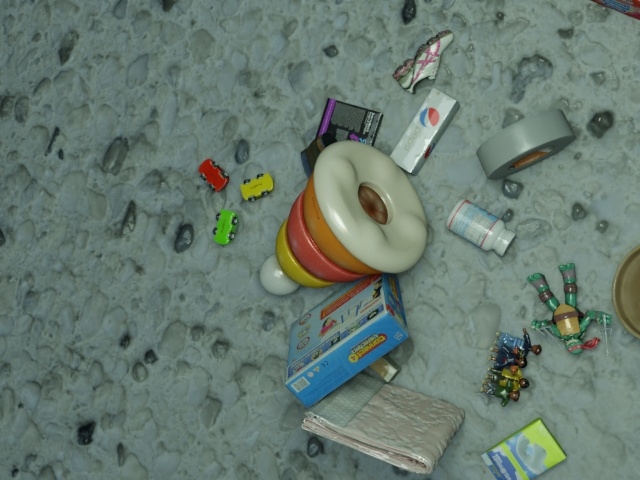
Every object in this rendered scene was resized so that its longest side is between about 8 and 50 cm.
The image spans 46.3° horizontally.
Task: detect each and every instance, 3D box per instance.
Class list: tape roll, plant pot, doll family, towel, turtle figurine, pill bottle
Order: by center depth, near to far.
[{"bbox_3d":[0.784,0.116,1.665,0.237,0.109,0.238,-17,68,48],"label":"plant pot"},{"bbox_3d":[0.480,-0.224,1.756,0.219,0.219,0.072,-25,79,17],"label":"tape roll"},{"bbox_3d":[0.577,0.180,1.756,0.175,0.118,0.234,-14,67,4],"label":"turtle figurine"},{"bbox_3d":[0.160,0.420,1.779,0.316,0.332,0.054,17,106,21],"label":"towel"},{"bbox_3d":[0.465,0.305,1.812,0.111,0.076,0.193,13,89,25],"label":"doll family"},{"bbox_3d":[0.397,-0.030,1.846,0.160,0.087,0.087,33,98,18],"label":"pill bottle"}]

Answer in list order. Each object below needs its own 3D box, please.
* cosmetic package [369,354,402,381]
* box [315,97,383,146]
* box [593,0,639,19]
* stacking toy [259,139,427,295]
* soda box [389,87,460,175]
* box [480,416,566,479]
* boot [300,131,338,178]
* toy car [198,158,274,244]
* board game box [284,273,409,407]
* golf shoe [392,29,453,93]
[{"bbox_3d":[0.150,0.311,1.931,0.115,0.060,0.041,40,100,19],"label":"cosmetic package"},{"bbox_3d":[0.077,-0.306,2.007,0.162,0.029,0.116,20,95,21],"label":"box"},{"bbox_3d":[0.718,-0.608,1.739,0.256,0.128,0.123,30,97,18],"label":"box"},{"bbox_3d":[0.000,0.000,1.897,0.479,0.350,0.351,-34,75,40],"label":"stacking toy"},{"bbox_3d":[0.267,-0.277,1.916,0.073,0.069,0.216,35,98,18],"label":"soda box"},{"bbox_3d":[0.488,0.521,1.808,0.178,0.042,0.109,-37,75,13],"label":"box"},{"bbox_3d":[0.027,-0.173,2.009,0.106,0.082,0.219,-22,91,44],"label":"boot"},{"bbox_3d":[-0.249,-0.099,2.100,0.238,0.053,0.225,15,92,21],"label":"toy car"},{"bbox_3d":[0.061,0.220,1.840,0.308,0.302,0.086,-37,106,15],"label":"board game box"},{"bbox_3d":[0.278,-0.462,1.932,0.186,0.067,0.086,-43,101,12],"label":"golf shoe"}]
